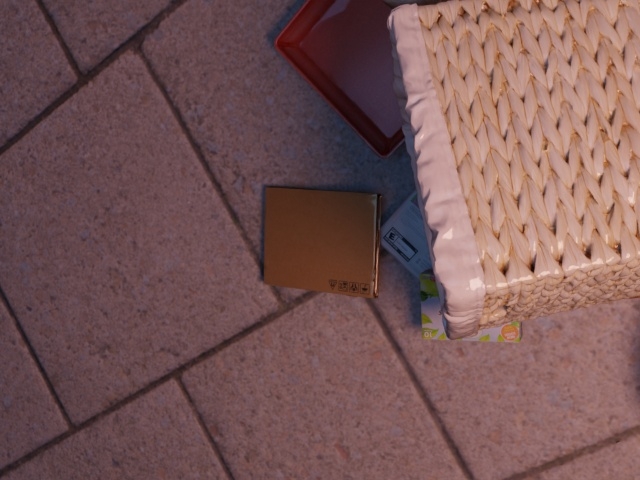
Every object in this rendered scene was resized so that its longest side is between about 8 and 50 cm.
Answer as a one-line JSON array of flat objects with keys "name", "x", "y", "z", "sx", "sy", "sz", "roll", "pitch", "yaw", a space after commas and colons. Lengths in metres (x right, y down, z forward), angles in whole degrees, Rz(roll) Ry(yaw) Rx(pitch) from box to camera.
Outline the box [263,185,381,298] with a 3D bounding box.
[{"name": "box", "x": 0.000, "y": 0.000, "z": 1.164, "sx": 0.201, "sy": 0.021, "sz": 0.165, "roll": 5, "pitch": 98, "yaw": 28}]

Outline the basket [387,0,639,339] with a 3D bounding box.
[{"name": "basket", "x": 0.239, "y": -0.076, "z": 0.854, "sx": 0.266, "sy": 0.328, "sz": 0.331, "roll": -10, "pitch": 74, "yaw": 7}]

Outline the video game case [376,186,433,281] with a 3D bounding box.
[{"name": "video game case", "x": 0.216, "y": -0.003, "z": 1.092, "sx": 0.212, "sy": 0.023, "sz": 0.193, "roll": 45, "pitch": 110, "yaw": 11}]

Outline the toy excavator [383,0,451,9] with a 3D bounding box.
[{"name": "toy excavator", "x": -0.040, "y": -0.500, "z": 1.005, "sx": 0.445, "sy": 0.222, "sz": 0.433, "roll": -7, "pitch": 91, "yaw": 22}]

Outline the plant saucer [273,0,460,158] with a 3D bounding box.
[{"name": "plant saucer", "x": 0.100, "y": -0.299, "z": 1.085, "sx": 0.259, "sy": 0.047, "sz": 0.258, "roll": 48, "pitch": 110, "yaw": 10}]

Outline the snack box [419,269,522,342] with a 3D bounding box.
[{"name": "snack box", "x": 0.219, "y": 0.095, "z": 1.068, "sx": 0.141, "sy": 0.037, "sz": 0.100, "roll": -1, "pitch": 98, "yaw": 22}]
